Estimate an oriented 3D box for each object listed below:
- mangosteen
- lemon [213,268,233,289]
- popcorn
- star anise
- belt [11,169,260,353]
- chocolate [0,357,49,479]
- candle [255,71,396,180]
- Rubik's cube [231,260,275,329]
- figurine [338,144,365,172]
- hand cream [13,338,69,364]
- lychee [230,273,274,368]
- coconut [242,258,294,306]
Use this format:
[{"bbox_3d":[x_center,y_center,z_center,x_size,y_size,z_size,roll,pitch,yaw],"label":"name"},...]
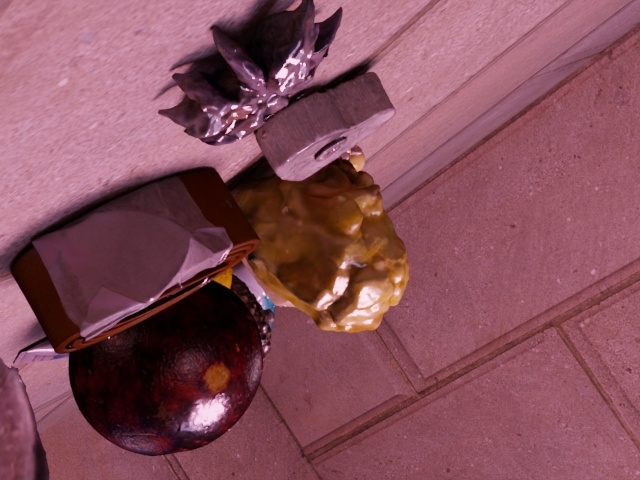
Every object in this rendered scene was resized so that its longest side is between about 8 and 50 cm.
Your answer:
[{"bbox_3d":[-0.238,0.219,1.496,0.305,0.360,0.306,-5,-150,3],"label":"mangosteen"},{"bbox_3d":[-0.217,0.076,1.661,0.133,0.109,0.109,-27,174,-10],"label":"lemon"},{"bbox_3d":[0.000,0.000,1.361,0.215,0.286,0.252,-50,169,-39],"label":"popcorn"},{"bbox_3d":[-0.051,-0.144,0.823,0.204,0.061,0.180,-37,175,27],"label":"star anise"},{"bbox_3d":[-0.208,0.024,1.112,0.217,0.122,0.338,-35,176,30],"label":"belt"},{"bbox_3d":[-0.442,0.229,0.890,0.212,0.303,0.303,-6,-169,31],"label":"chocolate"},{"bbox_3d":[-0.006,-0.136,1.182,0.192,0.068,0.168,-26,173,-34],"label":"candle"},{"bbox_3d":[-0.149,0.140,1.991,0.254,0.254,0.254,-33,175,-3],"label":"Rubik's cube"},{"bbox_3d":[0.016,-0.122,1.480,0.083,0.083,0.187,-36,165,24],"label":"figurine"},{"bbox_3d":[-0.444,0.181,1.589,0.142,0.053,0.084,-19,169,-32],"label":"hand cream"},{"bbox_3d":[-0.221,0.177,1.810,0.274,0.255,0.255,-15,169,-20],"label":"lychee"},{"bbox_3d":[-0.019,0.012,1.634,0.197,0.237,0.237,-37,175,17],"label":"coconut"}]
